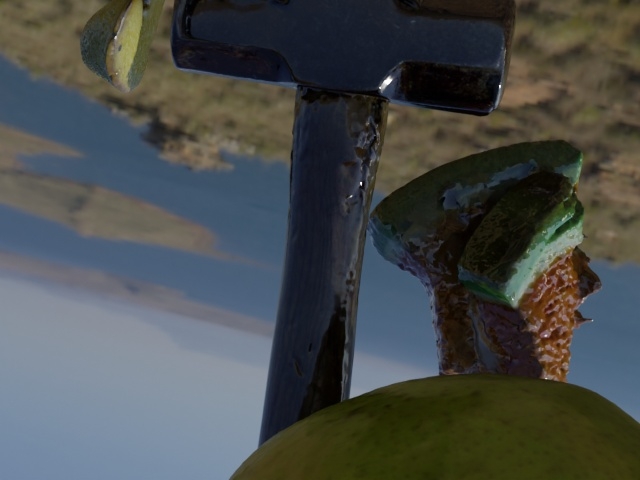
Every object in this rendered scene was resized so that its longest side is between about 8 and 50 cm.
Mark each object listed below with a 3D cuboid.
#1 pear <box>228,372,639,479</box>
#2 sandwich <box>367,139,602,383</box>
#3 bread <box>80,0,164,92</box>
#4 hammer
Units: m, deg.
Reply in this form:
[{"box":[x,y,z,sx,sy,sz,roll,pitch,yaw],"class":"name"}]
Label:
[{"box":[0.072,0.269,0.775,0.391,0.391,0.391,14,175,1],"class":"pear"},{"box":[0.195,0.049,1.402,0.251,0.301,0.162,-12,175,-1],"class":"sandwich"},{"box":[-0.214,-0.243,1.401,0.065,0.149,0.187,22,177,3],"class":"bread"},{"box":[0.000,0.000,0.950,0.243,0.408,0.095,7,-174,5],"class":"hammer"}]
